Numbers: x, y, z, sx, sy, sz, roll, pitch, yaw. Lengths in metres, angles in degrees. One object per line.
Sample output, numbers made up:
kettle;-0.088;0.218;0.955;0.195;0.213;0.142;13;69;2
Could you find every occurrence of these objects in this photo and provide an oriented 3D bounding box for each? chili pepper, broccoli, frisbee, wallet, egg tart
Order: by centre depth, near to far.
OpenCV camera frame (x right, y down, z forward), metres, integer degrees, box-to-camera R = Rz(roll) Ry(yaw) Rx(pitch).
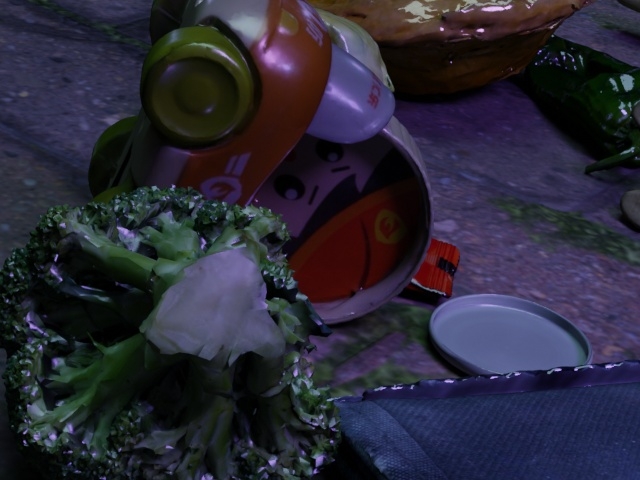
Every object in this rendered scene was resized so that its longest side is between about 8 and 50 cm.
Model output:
broccoli;-0.078;0.055;0.759;0.195;0.195;0.156;-4;-4;-27
wallet;0.190;0.137;0.781;0.342;0.075;0.237;-4;23;-21
frisbee;0.125;0.067;0.955;0.110;0.014;0.110;7;27;-4
chili pepper;0.254;-0.136;1.348;0.100;0.074;0.257;-1;24;-15
egg tart;0.114;-0.234;1.372;0.341;0.129;0.341;-7;35;5

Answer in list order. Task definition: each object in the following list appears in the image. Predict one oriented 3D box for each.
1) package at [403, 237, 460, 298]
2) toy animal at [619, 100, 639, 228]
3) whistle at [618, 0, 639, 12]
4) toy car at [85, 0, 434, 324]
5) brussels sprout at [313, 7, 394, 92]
package;0.000;0.000;1.035;0.200;0.022;0.083;14;27;6
toy animal;0.338;-0.027;1.153;0.101;0.103;0.219;17;9;-47
whistle;0.451;-0.230;1.555;0.288;0.106;0.131;28;25;31
toy car;-0.028;-0.043;0.918;0.235;0.235;0.145;7;27;-7
brussels sprout;-0.013;-0.113;1.128;0.151;0.149;0.122;59;23;8
